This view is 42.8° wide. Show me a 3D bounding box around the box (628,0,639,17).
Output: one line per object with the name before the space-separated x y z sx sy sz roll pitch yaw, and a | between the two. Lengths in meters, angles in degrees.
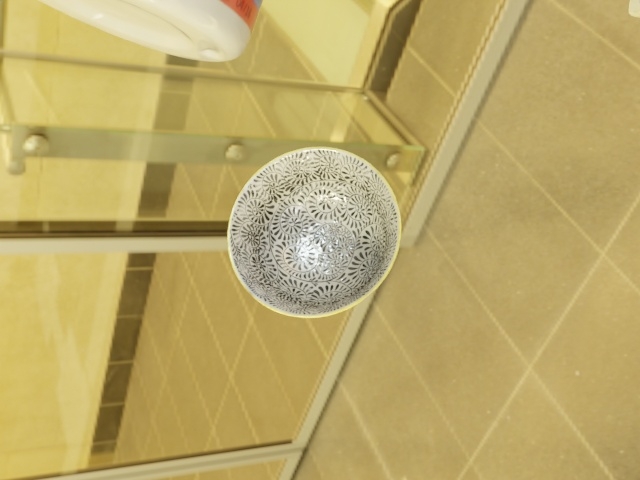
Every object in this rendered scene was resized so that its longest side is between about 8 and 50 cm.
box | 0.406 -0.245 0.644 0.311 0.121 0.148 -153 68 -67

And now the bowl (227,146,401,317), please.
bowl | 0.000 0.000 0.810 0.080 0.170 0.170 52 -153 -70

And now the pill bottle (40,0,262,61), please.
pill bottle | -0.061 -0.210 0.390 0.124 0.124 0.222 18 89 60
